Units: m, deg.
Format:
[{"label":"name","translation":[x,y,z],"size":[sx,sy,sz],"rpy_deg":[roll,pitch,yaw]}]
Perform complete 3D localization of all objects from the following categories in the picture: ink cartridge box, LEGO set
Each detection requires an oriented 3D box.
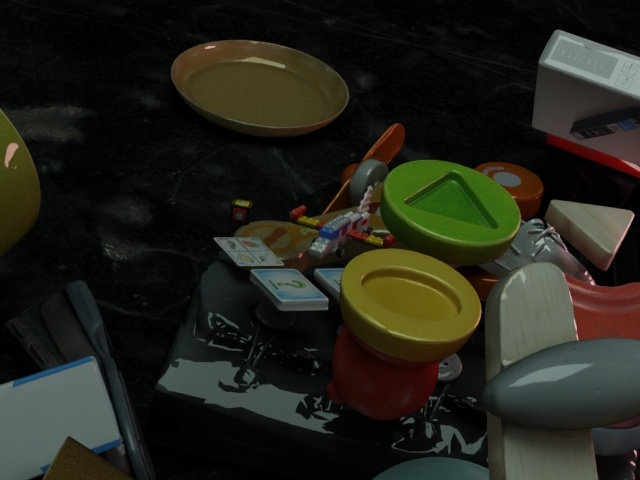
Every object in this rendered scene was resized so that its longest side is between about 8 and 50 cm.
[{"label":"ink cartridge box","translation":[0.409,-0.118,1.841],"size":[0.296,0.261,0.066],"rpy_deg":[22,65,16]},{"label":"ink cartridge box","translation":[-0.271,0.163,1.218],"size":[0.139,0.190,0.082],"rpy_deg":[-17,86,-36]},{"label":"LEGO set","translation":[0.000,0.000,1.453],"size":[0.182,0.060,0.244],"rpy_deg":[0,21,-25]}]

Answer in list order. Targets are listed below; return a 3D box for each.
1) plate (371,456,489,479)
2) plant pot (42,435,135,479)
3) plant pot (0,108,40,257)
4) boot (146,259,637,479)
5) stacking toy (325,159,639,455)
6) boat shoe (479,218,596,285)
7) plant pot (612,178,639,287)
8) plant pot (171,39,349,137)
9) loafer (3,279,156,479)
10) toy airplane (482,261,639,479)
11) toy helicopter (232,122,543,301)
[{"label":"plate","translation":[0.104,0.268,1.240],"size":[0.188,0.024,0.188],"rpy_deg":[1,64,-1]},{"label":"plant pot","translation":[-0.121,0.301,1.052],"size":[0.254,0.237,0.237],"rpy_deg":[27,33,-3]},{"label":"plant pot","translation":[-0.452,0.001,1.375],"size":[0.274,0.275,0.293],"rpy_deg":[20,49,12]},{"label":"boot","translation":[0.092,0.116,1.460],"size":[0.445,0.146,0.367],"rpy_deg":[12,31,10]},{"label":"stacking toy","translation":[0.159,0.069,1.338],"size":[0.308,0.130,0.279],"rpy_deg":[14,35,-4]},{"label":"boat shoe","translation":[0.210,0.010,1.472],"size":[0.066,0.063,0.184],"rpy_deg":[-1,16,-22]},{"label":"plant pot","translation":[0.450,0.002,1.688],"size":[0.167,0.188,0.187],"rpy_deg":[23,40,-10]},{"label":"plant pot","translation":[-0.081,-0.196,1.959],"size":[0.236,0.032,0.236],"rpy_deg":[7,33,-5]},{"label":"loafer","translation":[-0.223,0.147,1.357],"size":[0.095,0.109,0.302],"rpy_deg":[-19,34,-9]},{"label":"toy airplane","translation":[0.191,0.260,1.044],"size":[0.272,0.386,0.384],"rpy_deg":[-16,29,43]},{"label":"toy helicopter","translation":[0.056,-0.026,1.654],"size":[0.355,0.140,0.235],"rpy_deg":[-12,38,-28]}]
